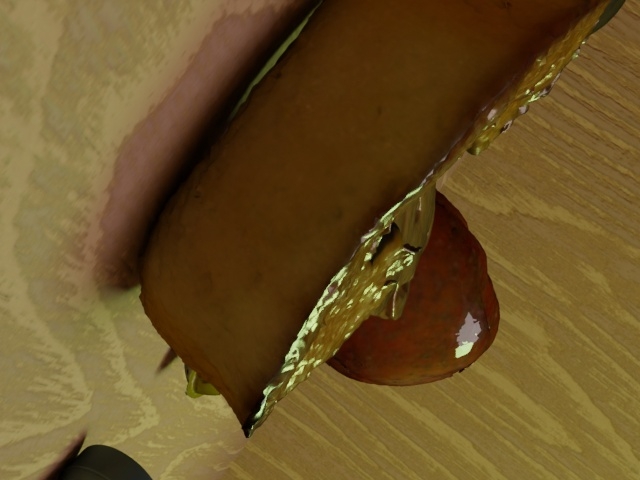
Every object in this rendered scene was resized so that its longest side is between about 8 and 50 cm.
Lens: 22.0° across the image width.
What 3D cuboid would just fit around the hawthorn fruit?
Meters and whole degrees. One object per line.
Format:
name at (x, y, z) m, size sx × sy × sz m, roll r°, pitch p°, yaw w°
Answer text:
hawthorn fruit at (0.069, 0.072, 2.164) m, size 0.307 × 0.276 × 0.276 m, roll -18°, pitch 171°, yaw -3°

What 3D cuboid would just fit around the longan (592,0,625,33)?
longan at (0.218, -0.286, 1.544) m, size 0.185 × 0.159 × 0.204 m, roll -74°, pitch 158°, yaw -63°

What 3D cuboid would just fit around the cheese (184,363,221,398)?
cheese at (-0.096, 0.089, 1.710) m, size 0.156 × 0.064 × 0.250 m, roll -52°, pitch 165°, yaw -16°

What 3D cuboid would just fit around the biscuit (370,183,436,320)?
biscuit at (0.073, -0.049, 1.627) m, size 0.355 × 0.052 × 0.275 m, roll -34°, pitch 128°, yaw -74°

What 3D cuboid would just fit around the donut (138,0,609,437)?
donut at (0.020, -0.061, 1.241) m, size 0.435 × 0.163 × 0.377 m, roll -53°, pitch 174°, yaw 22°

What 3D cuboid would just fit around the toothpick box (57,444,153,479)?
toothpick box at (-0.231, 0.278, 1.550) m, size 0.153 × 0.101 × 0.101 m, roll -49°, pitch 173°, yaw -42°
